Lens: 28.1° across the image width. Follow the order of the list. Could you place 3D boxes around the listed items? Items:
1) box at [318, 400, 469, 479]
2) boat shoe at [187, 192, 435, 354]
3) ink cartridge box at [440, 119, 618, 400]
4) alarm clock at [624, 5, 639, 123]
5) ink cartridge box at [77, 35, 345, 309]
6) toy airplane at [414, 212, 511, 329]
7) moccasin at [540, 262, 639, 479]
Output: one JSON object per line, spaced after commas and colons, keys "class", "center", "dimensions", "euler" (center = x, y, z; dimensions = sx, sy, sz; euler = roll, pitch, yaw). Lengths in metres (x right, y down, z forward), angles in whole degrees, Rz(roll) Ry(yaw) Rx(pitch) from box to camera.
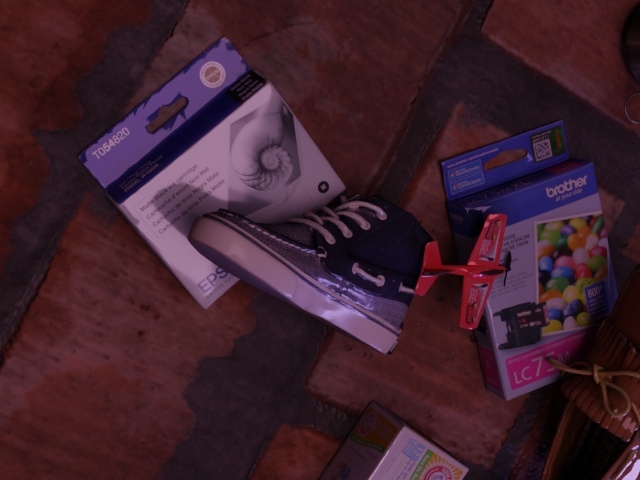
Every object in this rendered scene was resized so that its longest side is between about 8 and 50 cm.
{"class": "box", "center": [0.066, 0.316, 1.547], "dimensions": [0.114, 0.103, 0.203], "euler": [35, 87, -22]}
{"class": "boat shoe", "center": [0.000, 0.000, 1.421], "dimensions": [0.340, 0.127, 0.158], "euler": [33, 82, -50]}
{"class": "ink cartridge box", "center": [0.268, 0.024, 1.591], "dimensions": [0.186, 0.065, 0.311], "euler": [-19, 105, -16]}
{"class": "alarm clock", "center": [0.435, -0.231, 1.599], "dimensions": [0.129, 0.064, 0.192], "euler": [33, 85, -23]}
{"class": "ink cartridge box", "center": [-0.117, -0.076, 1.434], "dimensions": [0.223, 0.045, 0.224], "euler": [-42, 111, -9]}
{"class": "toy airplane", "center": [0.167, 0.037, 1.498], "dimensions": [0.151, 0.028, 0.151], "euler": [-17, 121, -30]}
{"class": "moccasin", "center": [0.356, 0.191, 1.567], "dimensions": [0.147, 0.139, 0.380], "euler": [-9, 132, -33]}
